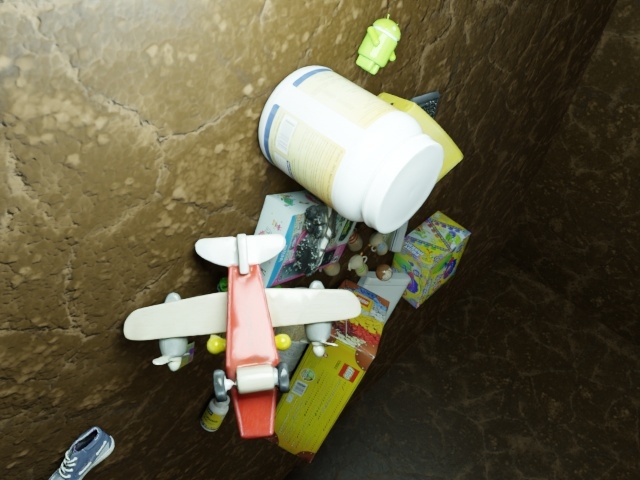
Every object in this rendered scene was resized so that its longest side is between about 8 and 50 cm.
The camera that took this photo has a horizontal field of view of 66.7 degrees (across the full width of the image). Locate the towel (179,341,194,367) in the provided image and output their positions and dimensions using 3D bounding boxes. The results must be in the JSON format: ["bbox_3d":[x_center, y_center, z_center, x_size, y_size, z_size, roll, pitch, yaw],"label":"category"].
[{"bbox_3d":[-0.356,0.300,1.261,0.060,0.009,0.083,-23,141,-42],"label":"towel"}]

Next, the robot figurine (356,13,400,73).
[{"bbox_3d":[0.125,-0.419,1.040,0.101,0.067,0.115,7,118,-57],"label":"robot figurine"}]

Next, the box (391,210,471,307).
[{"bbox_3d":[0.453,0.082,2.072,0.279,0.177,0.290,-35,149,-27],"label":"box"}]

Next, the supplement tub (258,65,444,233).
[{"bbox_3d":[0.057,-0.178,0.957,0.228,0.316,0.228,-37,151,-25],"label":"supplement tub"}]

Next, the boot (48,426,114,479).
[{"bbox_3d":[-0.582,0.521,1.136,0.190,0.069,0.086,-45,147,-30],"label":"boot"}]

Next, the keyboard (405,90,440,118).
[{"bbox_3d":[0.228,-0.306,1.388,0.317,0.033,0.201,-28,146,-37],"label":"keyboard"}]

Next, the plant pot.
[{"bbox_3d":[0.177,-0.232,1.188,0.212,0.212,0.187,-43,129,-3],"label":"plant pot"}]

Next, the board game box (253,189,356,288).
[{"bbox_3d":[-0.037,-0.018,1.263,0.303,0.097,0.224,-15,136,-48],"label":"board game box"}]

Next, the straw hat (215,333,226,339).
[{"bbox_3d":[-0.270,0.205,1.211,0.061,0.144,0.144,-8,150,7],"label":"straw hat"}]

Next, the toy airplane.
[{"bbox_3d":[-0.161,0.173,1.060,0.384,0.386,0.272,-50,168,-25],"label":"toy airplane"}]

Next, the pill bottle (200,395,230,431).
[{"bbox_3d":[-0.331,0.542,1.544,0.065,0.065,0.116,-4,127,-56],"label":"pill bottle"}]

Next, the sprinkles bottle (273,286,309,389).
[{"bbox_3d":[-0.101,0.319,1.559,0.121,0.121,0.355,-15,136,-50],"label":"sprinkles bottle"}]

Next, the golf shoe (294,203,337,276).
[{"bbox_3d":[0.000,0.000,1.154,0.094,0.077,0.198,-23,143,-43],"label":"golf shoe"}]

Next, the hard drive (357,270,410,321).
[{"bbox_3d":[0.200,0.280,1.988,0.233,0.047,0.353,5,123,-34],"label":"hard drive"}]

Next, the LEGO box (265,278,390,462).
[{"bbox_3d":[0.026,0.443,1.698,0.500,0.193,0.372,-64,175,25],"label":"LEGO box"}]

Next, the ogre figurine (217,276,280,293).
[{"bbox_3d":[-0.185,0.155,1.232,0.197,0.097,0.118,17,85,-73],"label":"ogre figurine"}]

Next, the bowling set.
[{"bbox_3d":[0.143,0.026,1.500,0.287,0.200,0.154,-52,153,-6],"label":"bowling set"}]

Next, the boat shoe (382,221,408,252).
[{"bbox_3d":[0.243,-0.069,1.633,0.302,0.094,0.109,92,7,-45],"label":"boat shoe"}]
